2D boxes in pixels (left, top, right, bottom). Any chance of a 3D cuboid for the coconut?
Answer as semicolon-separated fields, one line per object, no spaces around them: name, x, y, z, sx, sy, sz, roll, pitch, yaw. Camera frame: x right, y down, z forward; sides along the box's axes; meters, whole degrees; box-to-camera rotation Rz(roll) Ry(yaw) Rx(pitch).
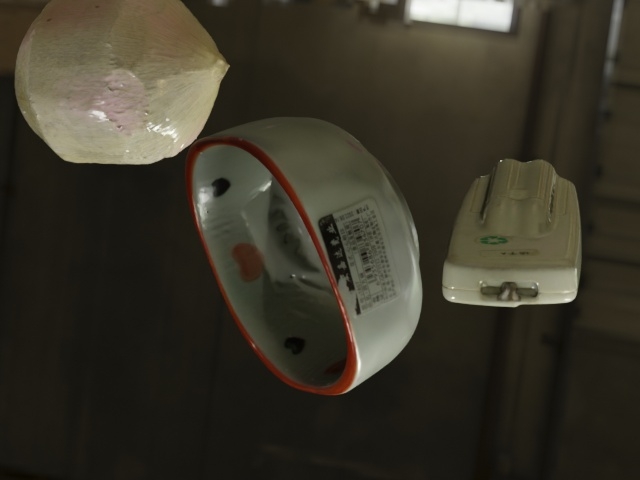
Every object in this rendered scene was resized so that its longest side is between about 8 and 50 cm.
coconut;-0.110;-0.099;1.133;0.124;0.110;0.110;2;-174;19

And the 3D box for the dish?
dish;0.000;0.000;1.638;0.117;0.256;0.256;-26;-156;-25

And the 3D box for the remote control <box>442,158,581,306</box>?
remote control;0.137;-0.008;1.348;0.090;0.049;0.230;3;-163;7
